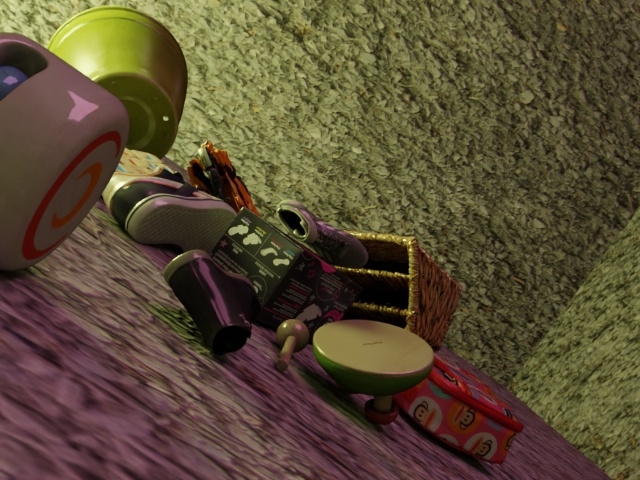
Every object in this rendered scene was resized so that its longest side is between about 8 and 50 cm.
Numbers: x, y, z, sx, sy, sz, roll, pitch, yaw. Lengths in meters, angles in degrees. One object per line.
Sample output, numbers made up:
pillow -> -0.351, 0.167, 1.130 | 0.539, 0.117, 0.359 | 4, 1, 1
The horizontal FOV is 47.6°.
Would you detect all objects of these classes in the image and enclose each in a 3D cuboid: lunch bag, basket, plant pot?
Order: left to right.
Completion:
plant pot -> -0.480, -0.342, 1.748 | 0.366, 0.366, 0.353 | 34, 14, -31
basket -> 0.113, 0.122, 1.583 | 0.299, 0.213, 0.223 | 7, -25, 45
lunch bag -> 0.210, 0.285, 1.364 | 0.258, 0.120, 0.293 | 30, 2, -22

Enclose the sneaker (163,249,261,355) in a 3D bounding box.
sneaker -> -0.120, 0.103, 0.938 | 0.118, 0.083, 0.222 | 57, 4, 25

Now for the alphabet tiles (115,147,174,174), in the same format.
alphabet tiles -> -0.430, -0.167, 1.396 | 0.284, 0.021, 0.278 | 11, 16, -38

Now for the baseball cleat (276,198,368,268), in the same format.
baseball cleat -> 0.000, 0.000, 1.369 | 0.206, 0.072, 0.109 | 31, 14, -6

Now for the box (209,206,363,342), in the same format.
box -> -0.067, 0.071, 1.300 | 0.163, 0.142, 0.247 | 35, 0, 33

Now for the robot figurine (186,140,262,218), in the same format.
robot figurine -> -0.188, -0.069, 1.519 | 0.291, 0.085, 0.211 | 63, 6, -2

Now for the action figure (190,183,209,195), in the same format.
action figure -> -0.303, -0.073, 1.516 | 0.185, 0.099, 0.285 | 44, 9, 20

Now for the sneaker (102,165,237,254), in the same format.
sneaker -> -0.259, -0.055, 1.297 | 0.127, 0.126, 0.321 | 42, 6, 21

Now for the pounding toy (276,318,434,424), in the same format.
pounding toy -> 0.046, 0.203, 1.091 | 0.237, 0.110, 0.183 | 6, 17, -4

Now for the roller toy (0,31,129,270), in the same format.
roller toy -> -0.285, -0.084, 0.669 | 0.146, 0.191, 0.209 | 34, 3, -2
